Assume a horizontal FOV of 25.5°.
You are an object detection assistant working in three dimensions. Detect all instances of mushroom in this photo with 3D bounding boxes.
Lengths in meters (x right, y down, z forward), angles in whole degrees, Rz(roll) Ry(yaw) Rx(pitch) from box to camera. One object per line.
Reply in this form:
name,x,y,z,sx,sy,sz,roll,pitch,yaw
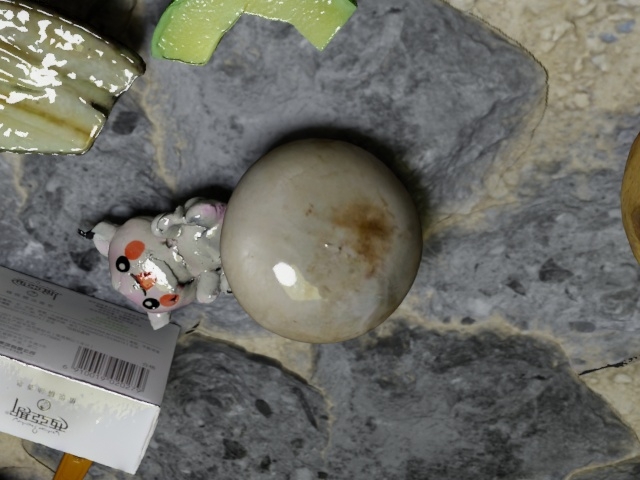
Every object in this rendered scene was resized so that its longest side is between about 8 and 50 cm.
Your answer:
mushroom,0.000,0.000,1.553,0.227,0.178,0.226,0,93,-7

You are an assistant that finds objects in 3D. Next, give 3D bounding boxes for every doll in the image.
doll,-0.168,0.014,1.624,0.192,0.095,0.149,-23,113,22

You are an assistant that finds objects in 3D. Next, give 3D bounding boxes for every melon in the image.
melon,-0.067,-0.239,1.459,0.210,0.064,0.118,5,124,0

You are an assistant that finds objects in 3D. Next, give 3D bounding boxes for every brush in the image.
brush,-0.361,0.355,1.930,0.090,0.017,0.314,22,124,-12

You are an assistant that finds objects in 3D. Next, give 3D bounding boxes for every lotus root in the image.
lotus root,-0.350,-0.181,1.465,0.314,0.142,0.210,14,117,-20

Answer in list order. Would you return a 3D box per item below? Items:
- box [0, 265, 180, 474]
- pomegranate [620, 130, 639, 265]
box,-0.309,0.146,1.662,0.260,0.194,0.111,18,114,-6
pomegranate,0.441,-0.037,1.427,0.281,0.281,0.281,3,125,4
